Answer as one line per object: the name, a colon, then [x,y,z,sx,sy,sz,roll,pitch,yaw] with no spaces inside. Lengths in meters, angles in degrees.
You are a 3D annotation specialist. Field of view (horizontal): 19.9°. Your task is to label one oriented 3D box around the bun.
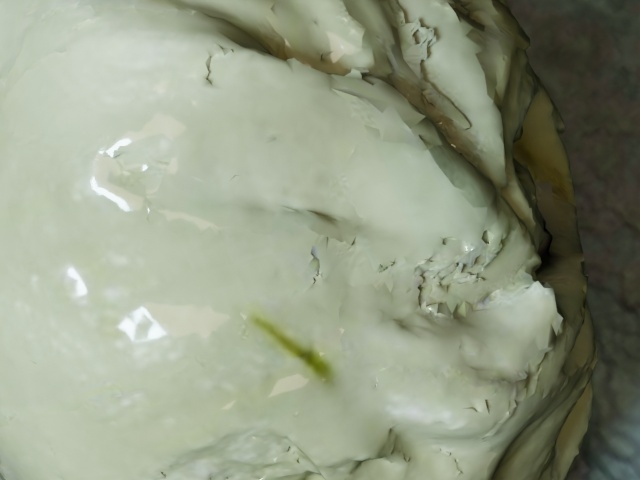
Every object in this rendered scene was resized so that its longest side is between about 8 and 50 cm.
bun: [0.000,0.000,0.759,0.234,0.326,0.362,-16,129,22]
